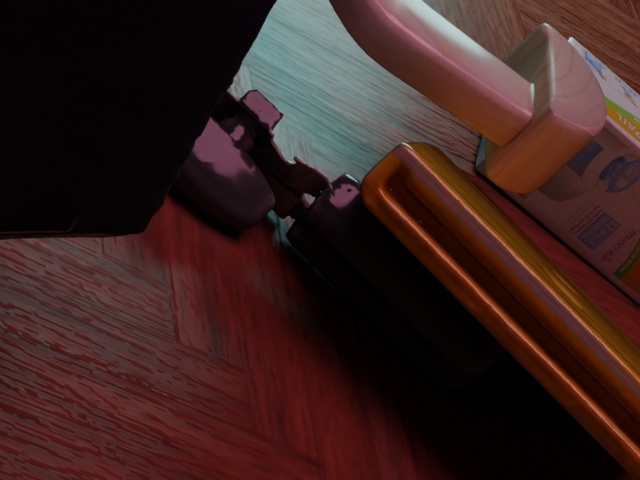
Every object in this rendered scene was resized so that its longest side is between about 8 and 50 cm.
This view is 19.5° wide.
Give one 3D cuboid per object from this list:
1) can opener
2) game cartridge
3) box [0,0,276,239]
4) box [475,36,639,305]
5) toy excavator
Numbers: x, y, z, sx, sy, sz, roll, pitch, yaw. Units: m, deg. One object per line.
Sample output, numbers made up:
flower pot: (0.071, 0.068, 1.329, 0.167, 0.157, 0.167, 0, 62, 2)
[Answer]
can opener: (0.000, 0.000, 1.248, 0.280, 0.074, 0.093, 41, 62, -2)
game cartridge: (0.152, 0.046, 1.288, 0.285, 0.053, 0.324, 46, 6, 4)
box: (-0.310, -0.259, 0.836, 0.472, 0.297, 0.480, 0, 49, -38)
box: (0.247, -0.055, 1.586, 0.203, 0.114, 0.103, 39, 28, -11)
toy excavator: (-0.014, -0.256, 1.420, 0.433, 0.222, 0.445, 16, 43, -40)
